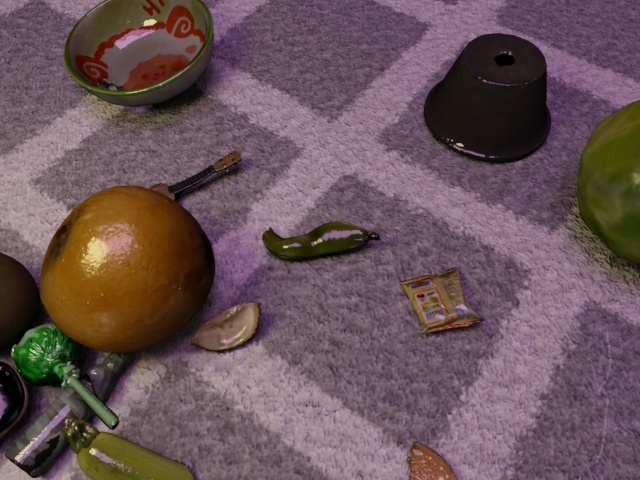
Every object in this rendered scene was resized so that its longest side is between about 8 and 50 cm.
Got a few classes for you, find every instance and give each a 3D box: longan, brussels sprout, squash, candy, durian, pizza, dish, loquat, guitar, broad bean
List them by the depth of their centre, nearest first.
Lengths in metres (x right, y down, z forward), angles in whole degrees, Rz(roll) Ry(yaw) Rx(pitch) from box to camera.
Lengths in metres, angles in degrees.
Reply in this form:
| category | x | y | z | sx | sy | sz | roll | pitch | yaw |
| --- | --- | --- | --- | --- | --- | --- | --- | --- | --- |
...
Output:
| category | x | y | z | sx | sy | sz | roll | pitch | yaw |
| --- | --- | --- | --- | --- | --- | --- | --- | --- | --- |
| candy | -0.345 | 0.193 | 0.760 | 0.324 | 0.097 | 0.097 | 14 | 52 | 46 |
| squash | -0.282 | 0.317 | 0.771 | 0.200 | 0.075 | 0.090 | 36 | 82 | -3 |
| pizza | 0.147 | 0.337 | 0.781 | 0.078 | 0.025 | 0.083 | -33 | 56 | -24 |
| loquat | -0.299 | 0.042 | 0.842 | 0.263 | 0.263 | 0.262 | 0 | 57 | 0 |
| longan | -0.542 | 0.094 | 0.864 | 0.168 | 0.167 | 0.187 | -30 | 61 | -17 |
| durian | -0.146 | 0.146 | 0.884 | 0.130 | 0.066 | 0.052 | -30 | 61 | -7 |
| brussels sprout | 0.596 | -0.098 | 0.933 | 0.345 | 0.268 | 0.343 | 13 | 45 | -14 |
| broad bean | 0.000 | 0.000 | 0.985 | 0.214 | 0.048 | 0.070 | -2 | 58 | 3 |
| guitar | -0.271 | -0.100 | 1.055 | 0.271 | 0.038 | 0.083 | -30 | 63 | -15 |
| dish | -0.382 | -0.405 | 1.209 | 0.325 | 0.124 | 0.323 | -3 | 62 | 5 |

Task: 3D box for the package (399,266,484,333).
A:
| category | x | y | z | sx | sy | sz | roll | pitch | yaw |
| --- | --- | --- | --- | --- | --- | --- | --- | --- | --- |
| package | 0.205 | 0.102 | 0.929 | 0.108 | 0.031 | 0.120 | -12 | 53 | -8 |

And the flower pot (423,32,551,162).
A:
| category | x | y | z | sx | sy | sz | roll | pitch | yaw |
| --- | --- | --- | --- | --- | --- | --- | --- | --- | --- |
| flower pot | 0.357 | -0.307 | 1.113 | 0.269 | 0.166 | 0.268 | 0 | 59 | -1 |

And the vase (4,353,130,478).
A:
| category | x | y | z | sx | sy | sz | roll | pitch | yaw |
| --- | --- | --- | --- | --- | --- | --- | --- | --- | --- |
| vase | -0.368 | 0.249 | 0.822 | 0.060 | 0.059 | 0.211 | 28 | 57 | 17 |

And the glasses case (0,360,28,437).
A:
| category | x | y | z | sx | sy | sz | roll | pitch | yaw |
| --- | --- | --- | --- | --- | --- | --- | --- | --- | --- |
| glasses case | -0.575 | 0.296 | 0.778 | 0.314 | 0.075 | 0.122 | -38 | 67 | -17 |
